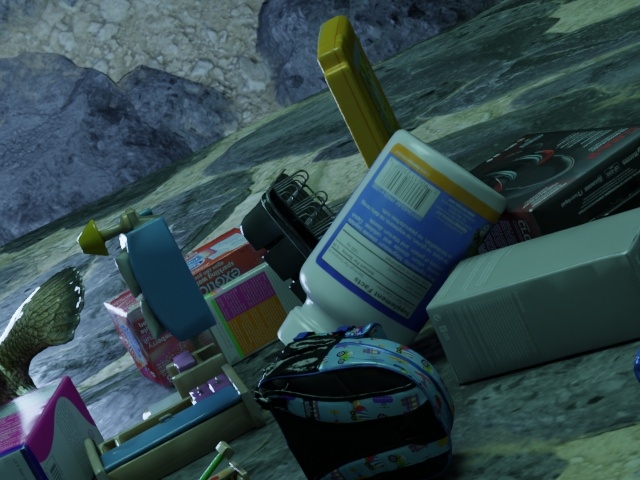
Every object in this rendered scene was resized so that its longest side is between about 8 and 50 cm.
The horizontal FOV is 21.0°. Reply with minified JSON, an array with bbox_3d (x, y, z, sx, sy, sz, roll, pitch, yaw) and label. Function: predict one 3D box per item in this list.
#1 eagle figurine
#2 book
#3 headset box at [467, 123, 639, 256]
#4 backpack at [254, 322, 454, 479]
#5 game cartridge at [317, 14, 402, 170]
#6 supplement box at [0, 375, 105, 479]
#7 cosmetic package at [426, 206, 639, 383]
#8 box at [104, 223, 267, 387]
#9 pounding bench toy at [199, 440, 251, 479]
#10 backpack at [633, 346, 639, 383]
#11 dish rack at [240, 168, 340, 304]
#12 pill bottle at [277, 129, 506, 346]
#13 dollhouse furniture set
[{"bbox_3d":[-0.411,0.165,2.240,0.225,0.298,0.226,5,47,2],"label":"eagle figurine"},{"bbox_3d":[-0.079,0.086,2.249,0.144,0.096,0.035,-28,14,-9],"label":"book"},{"bbox_3d":[0.277,-0.040,2.046,0.218,0.110,0.293,-33,15,-25],"label":"headset box"},{"bbox_3d":[0.049,0.156,1.640,0.173,0.158,0.117,-13,25,33],"label":"backpack"},{"bbox_3d":[0.076,-0.178,2.550,0.053,0.285,0.323,-25,14,7],"label":"game cartridge"},{"bbox_3d":[-0.343,0.263,2.042,0.114,0.111,0.220,-23,13,13],"label":"supplement box"},{"bbox_3d":[0.244,0.055,1.784,0.238,0.107,0.127,-14,18,31],"label":"cosmetic package"},{"bbox_3d":[-0.146,0.080,2.337,0.257,0.122,0.128,-30,14,-16],"label":"box"},{"bbox_3d":[-0.104,0.250,1.721,0.065,0.083,0.052,-28,14,-13],"label":"pounding bench toy"},{"bbox_3d":[0.326,0.104,1.460,0.120,0.098,0.101,-15,21,35],"label":"backpack"},{"bbox_3d":[0.000,0.000,2.229,0.074,0.208,0.271,-37,8,20],"label":"dish rack"},{"bbox_3d":[0.073,0.026,1.927,0.272,0.152,0.152,-56,13,6],"label":"pill bottle"},{"bbox_3d":[-0.235,0.105,2.031,0.198,0.303,0.286,-27,14,-8],"label":"dollhouse furniture set"}]
